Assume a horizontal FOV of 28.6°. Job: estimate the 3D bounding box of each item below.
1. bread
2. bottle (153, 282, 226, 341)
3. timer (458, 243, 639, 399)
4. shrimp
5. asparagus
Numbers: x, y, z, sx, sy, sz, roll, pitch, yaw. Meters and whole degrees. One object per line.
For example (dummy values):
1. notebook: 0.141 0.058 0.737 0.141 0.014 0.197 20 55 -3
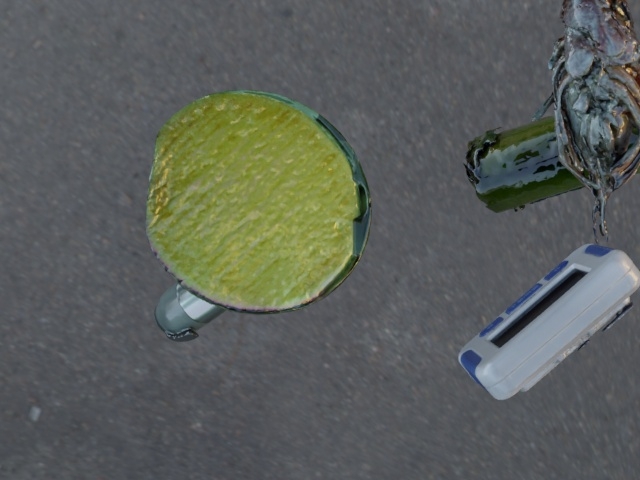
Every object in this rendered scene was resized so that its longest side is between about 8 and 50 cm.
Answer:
1. bread: -0.062 -0.037 1.186 0.229 0.033 0.228 5 72 -16
2. bottle: -0.142 0.067 1.845 0.254 0.079 0.096 -33 53 30
3. timer: 0.309 0.111 1.684 0.253 0.178 0.078 -40 96 0
4. shrimp: 0.194 -0.092 0.875 0.075 0.073 0.190 4 91 40
5. asparagus: 0.396 -0.137 1.770 0.382 0.108 0.128 -15 103 24
